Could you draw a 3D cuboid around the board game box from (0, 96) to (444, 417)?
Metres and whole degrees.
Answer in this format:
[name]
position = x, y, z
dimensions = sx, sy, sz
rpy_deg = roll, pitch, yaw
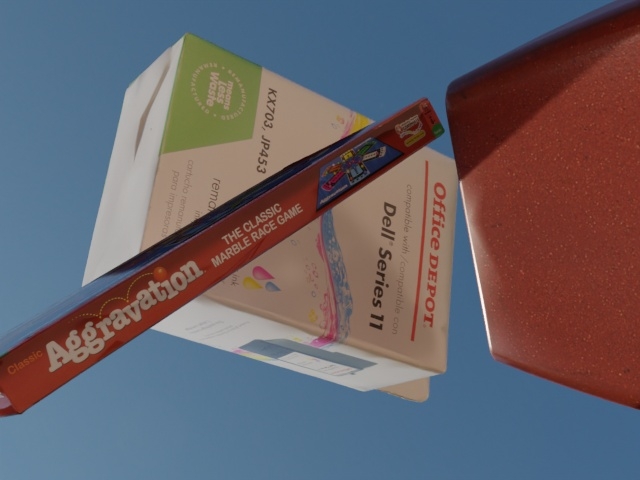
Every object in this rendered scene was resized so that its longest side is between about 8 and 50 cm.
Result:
[board game box]
position = -0.069, 0.008, 0.496
dimensions = 0.281, 0.145, 0.027
rpy_deg = -34, -82, -36

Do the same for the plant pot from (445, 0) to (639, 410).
[plant pot]
position = 0.226, -0.042, 0.583
dimensions = 0.235, 0.267, 0.267
rpy_deg = -5, -75, 27

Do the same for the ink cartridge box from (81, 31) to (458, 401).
[ink cartridge box]
position = 0.000, 0.000, 0.788
dimensions = 0.353, 0.119, 0.207
rpy_deg = 21, -116, -30
